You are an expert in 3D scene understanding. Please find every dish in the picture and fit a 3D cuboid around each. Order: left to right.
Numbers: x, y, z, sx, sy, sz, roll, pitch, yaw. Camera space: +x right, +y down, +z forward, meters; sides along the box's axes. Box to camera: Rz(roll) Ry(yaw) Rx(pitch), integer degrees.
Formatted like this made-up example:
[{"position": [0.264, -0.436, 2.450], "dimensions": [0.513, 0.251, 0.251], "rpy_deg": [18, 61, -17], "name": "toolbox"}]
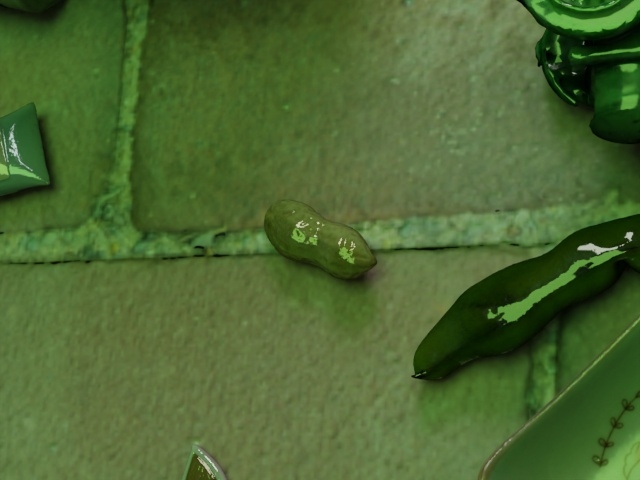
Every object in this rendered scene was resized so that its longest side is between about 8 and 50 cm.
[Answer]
[{"position": [0.207, 0.112, 0.886], "dimensions": [0.212, 0.077, 0.151], "rpy_deg": [-45, 62, 0], "name": "dish"}]

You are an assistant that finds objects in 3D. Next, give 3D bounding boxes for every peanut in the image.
[{"position": [0.000, 0.000, 1.021], "dimensions": [0.083, 0.037, 0.037], "rpy_deg": [20, 79, 33], "name": "peanut"}]

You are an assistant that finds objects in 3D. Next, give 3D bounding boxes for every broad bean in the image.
[{"position": [0.139, 0.027, 0.958], "dimensions": [0.195, 0.046, 0.061], "rpy_deg": [-16, 64, 12], "name": "broad bean"}]

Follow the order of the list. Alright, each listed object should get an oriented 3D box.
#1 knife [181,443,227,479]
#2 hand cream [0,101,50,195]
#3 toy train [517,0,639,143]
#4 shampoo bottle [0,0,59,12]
[{"position": [-0.082, 0.243, 0.971], "dimensions": [0.046, 0.022, 0.256], "rpy_deg": [-2, 71, 23], "name": "knife"}, {"position": [-0.265, -0.039, 1.124], "dimensions": [0.171, 0.043, 0.065], "rpy_deg": [-19, 66, 10], "name": "hand cream"}, {"position": [0.209, -0.186, 0.955], "dimensions": [0.202, 0.145, 0.266], "rpy_deg": [-3, 71, 15], "name": "toy train"}, {"position": [-0.298, -0.224, 1.179], "dimensions": [0.262, 0.085, 0.085], "rpy_deg": [15, 77, 24], "name": "shampoo bottle"}]
